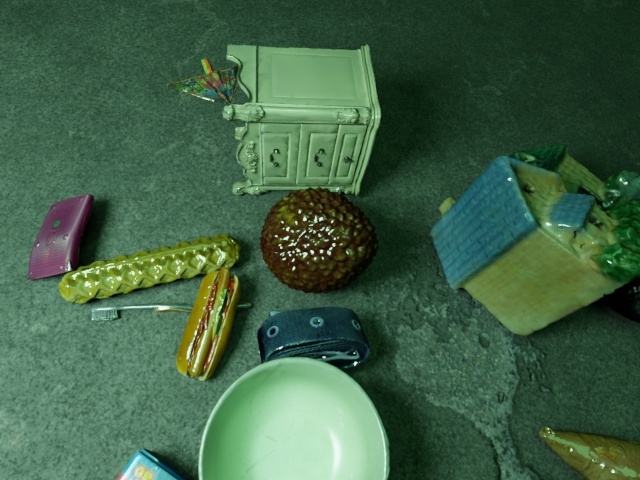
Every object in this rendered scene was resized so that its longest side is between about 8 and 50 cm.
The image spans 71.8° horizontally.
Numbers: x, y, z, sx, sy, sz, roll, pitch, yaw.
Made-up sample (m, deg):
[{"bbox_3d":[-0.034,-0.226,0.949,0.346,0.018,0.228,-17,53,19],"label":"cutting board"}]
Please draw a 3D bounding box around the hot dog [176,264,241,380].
[{"bbox_3d":[-0.221,0.159,0.890,0.092,0.062,0.235,13,74,-2],"label":"hot dog"}]

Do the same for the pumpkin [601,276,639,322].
[{"bbox_3d":[0.761,0.083,1.051,0.233,0.163,0.232,8,71,-24],"label":"pumpkin"}]

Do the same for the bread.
[{"bbox_3d":[-0.349,0.057,0.935,0.368,0.084,0.077,-14,111,-15],"label":"bread"}]

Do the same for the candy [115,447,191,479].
[{"bbox_3d":[-0.320,0.512,0.695,0.157,0.100,0.305,32,62,6],"label":"candy"}]

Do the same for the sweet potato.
[{"bbox_3d":[0.599,0.451,0.863,0.337,0.131,0.131,21,62,1],"label":"sweet potato"}]

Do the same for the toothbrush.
[{"bbox_3d":[-0.307,0.143,0.926,0.322,0.023,0.031,-3,71,-10],"label":"toothbrush"}]

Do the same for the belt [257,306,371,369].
[{"bbox_3d":[-0.017,0.192,0.892,0.218,0.122,0.128,-2,38,-12],"label":"belt"}]

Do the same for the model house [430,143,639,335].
[{"bbox_3d":[0.485,-0.059,0.999,0.343,0.334,0.382,43,54,10],"label":"model house"}]

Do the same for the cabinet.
[{"bbox_3d":[-0.052,-0.267,1.028,0.319,0.289,0.227,-1,62,-8],"label":"cabinet"}]

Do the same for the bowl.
[{"bbox_3d":[-0.050,0.371,0.774,0.308,0.163,0.306,4,64,-7],"label":"bowl"}]

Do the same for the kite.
[{"bbox_3d":[-0.305,-0.441,1.228,0.242,0.014,0.183,-19,67,-17],"label":"kite"}]

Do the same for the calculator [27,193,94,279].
[{"bbox_3d":[-0.548,-0.011,0.929,0.127,0.034,0.190,-12,60,21],"label":"calculator"}]

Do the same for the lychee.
[{"bbox_3d":[0.000,0.000,0.930,0.236,0.271,0.235,-4,96,-39],"label":"lychee"}]
